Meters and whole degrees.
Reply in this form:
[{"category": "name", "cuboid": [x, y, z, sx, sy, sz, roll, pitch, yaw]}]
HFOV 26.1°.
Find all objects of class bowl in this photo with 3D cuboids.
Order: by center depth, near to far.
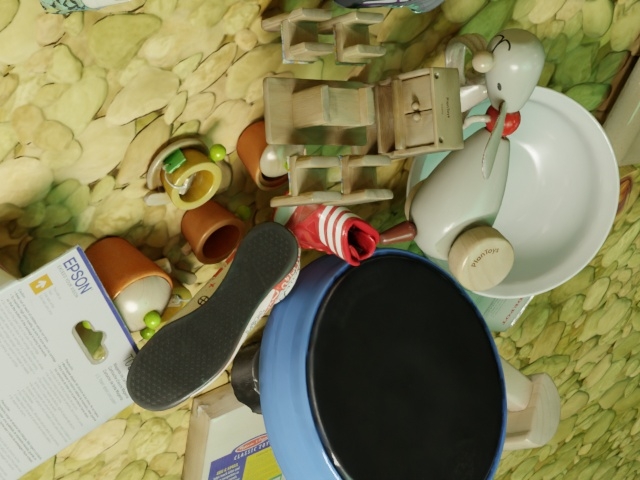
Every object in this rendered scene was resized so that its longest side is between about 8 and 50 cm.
[{"category": "bowl", "cuboid": [0.094, 0.193, 1.784, 0.391, 0.391, 0.077, -8, 172, -43]}, {"category": "bowl", "cuboid": [0.256, -0.076, 1.933, 0.298, 0.298, 0.134, -46, -169, 4]}]

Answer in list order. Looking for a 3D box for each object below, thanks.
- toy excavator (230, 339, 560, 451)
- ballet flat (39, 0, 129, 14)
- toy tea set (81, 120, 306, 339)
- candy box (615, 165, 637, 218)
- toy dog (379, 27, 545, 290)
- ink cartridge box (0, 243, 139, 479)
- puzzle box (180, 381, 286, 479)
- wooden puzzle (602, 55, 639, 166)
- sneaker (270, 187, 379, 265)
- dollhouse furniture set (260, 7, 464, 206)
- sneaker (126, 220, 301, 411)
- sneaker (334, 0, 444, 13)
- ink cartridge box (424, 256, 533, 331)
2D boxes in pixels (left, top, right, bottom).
[{"category": "toy excavator", "cuboid": [0.153, 0.213, 2.036, 0.222, 0.433, 0.445, -17, -161, 47]}, {"category": "ballet flat", "cuboid": [-0.185, -0.270, 1.353, 0.188, 0.070, 0.070, -35, 146, -13]}, {"category": "toy tea set", "cuboid": [-0.141, -0.002, 1.646, 0.336, 0.124, 0.200, -52, 146, 13]}, {"category": "candy box", "cuboid": [0.431, -0.056, 2.277, 0.187, 0.053, 0.109, -27, 144, -23]}, {"category": "toy dog", "cuboid": [0.163, -0.100, 1.722, 0.161, 0.220, 0.333, -5, 104, -30]}, {"category": "ink cartridge box", "cuboid": [-0.375, 0.161, 1.558, 0.330, 0.071, 0.324, -34, 146, -12]}, {"category": "puzzle box", "cuboid": [-0.030, 0.275, 2.150, 0.409, 0.052, 0.272, -20, 141, -32]}, {"category": "wooden puzzle", "cuboid": [0.606, -0.273, 2.207, 0.348, 0.080, 0.322, -5, 131, -38]}, {"category": "sneaker", "cuboid": [0.000, 0.000, 1.742, 0.087, 0.128, 0.221, -50, 174, -10]}, {"category": "dollhouse furniture set", "cuboid": [0.022, -0.146, 1.617, 0.242, 0.161, 0.212, -2, 88, -38]}, {"category": "sneaker", "cuboid": [-0.118, 0.096, 1.658, 0.270, 0.090, 0.145, -51, 174, -3]}, {"category": "sneaker", "cuboid": [0.102, -0.293, 1.627, 0.224, 0.083, 0.098, -23, 147, -30]}, {"category": "ink cartridge box", "cuboid": [0.252, 0.057, 2.173, 0.218, 0.092, 0.158, 8, 121, -49]}]
